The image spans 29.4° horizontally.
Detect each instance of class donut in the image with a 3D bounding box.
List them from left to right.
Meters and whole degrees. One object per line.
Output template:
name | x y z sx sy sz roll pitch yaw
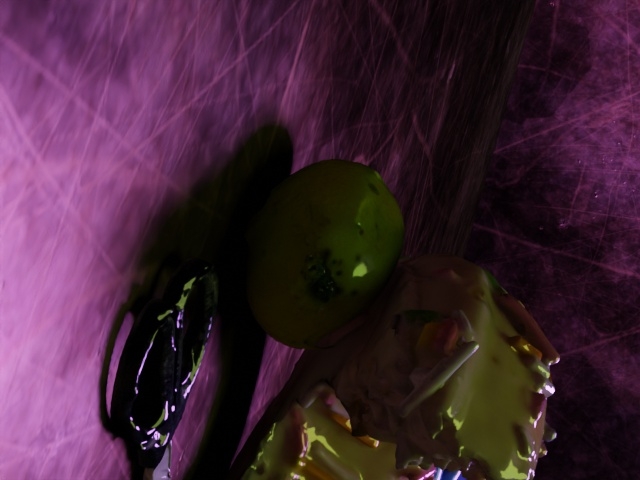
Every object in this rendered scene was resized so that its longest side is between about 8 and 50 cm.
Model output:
donut | 0.031 0.172 0.911 0.371 0.150 0.307 -55 -171 20

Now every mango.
mango | 0.000 -0.001 0.860 0.119 0.100 0.178 -39 -165 25

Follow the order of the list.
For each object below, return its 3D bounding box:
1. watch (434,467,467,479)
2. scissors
watch | 0.034 0.324 1.274 0.274 0.241 0.305 -54 161 -18
scissors | -0.101 0.139 0.762 0.109 0.022 0.300 -56 161 -47
